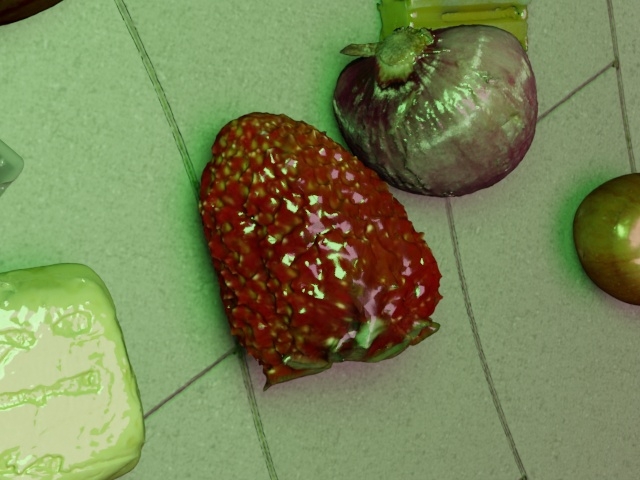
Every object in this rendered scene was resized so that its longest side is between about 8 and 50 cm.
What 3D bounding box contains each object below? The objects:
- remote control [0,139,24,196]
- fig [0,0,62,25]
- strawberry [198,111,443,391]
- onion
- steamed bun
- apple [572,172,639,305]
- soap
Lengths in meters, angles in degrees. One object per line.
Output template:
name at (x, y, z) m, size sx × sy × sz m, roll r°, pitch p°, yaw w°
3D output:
remote control at (-0.457, -0.138, 1.393) m, size 0.313 × 0.055 × 0.109 m, roll 44°, pitch 72°, yaw -32°
fig at (-0.364, -0.275, 1.355) m, size 0.217 × 0.217 × 0.320 m, roll 31°, pitch 86°, yaw -35°
strawberry at (0.001, 0.000, 1.635) m, size 0.292 × 0.292 × 0.343 m, roll -12°, pitch 90°, yaw -33°
onion at (0.176, -0.124, 1.727) m, size 0.348 × 0.267 × 0.159 m, roll 50°, pitch 32°, yaw -47°
steamed bun at (-0.332, 0.158, 1.466) m, size 0.232 × 0.166 × 0.273 m, roll -18°, pitch 96°, yaw -26°
apple at (0.500, -0.004, 2.028) m, size 0.235 × 0.173 × 0.210 m, roll 35°, pitch 81°, yaw -25°
soap at (0.192, -0.289, 1.818) m, size 0.233 × 0.076 × 0.135 m, roll -10°, pitch 104°, yaw -34°
